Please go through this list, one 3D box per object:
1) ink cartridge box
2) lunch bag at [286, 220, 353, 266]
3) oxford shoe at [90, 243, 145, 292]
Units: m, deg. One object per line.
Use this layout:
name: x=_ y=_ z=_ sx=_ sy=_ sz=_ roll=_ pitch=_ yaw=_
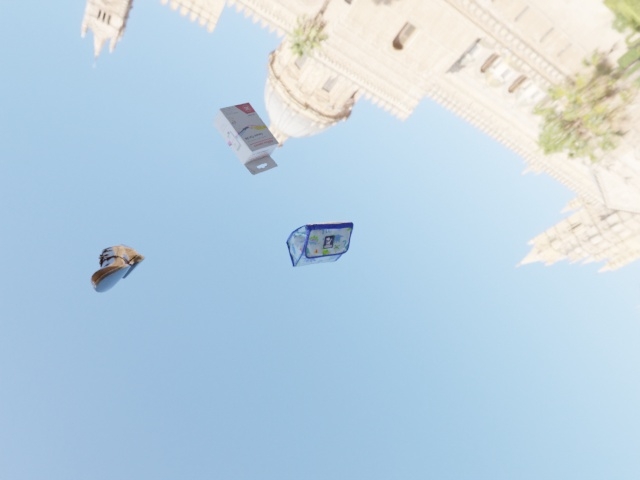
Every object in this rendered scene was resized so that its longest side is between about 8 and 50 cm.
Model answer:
ink cartridge box: x=-0.202 y=-0.294 z=1.262 sx=0.115 sy=0.067 sz=0.198 roll=-32 pitch=-97 yaw=-43
lunch bag: x=0.000 y=0.000 z=1.098 sx=0.128 sy=0.151 sz=0.096 roll=-6 pitch=-117 yaw=-27
oxford shoe: x=-0.452 y=0.054 z=0.944 sx=0.076 sy=0.076 sz=0.212 roll=45 pitch=-178 yaw=-12
